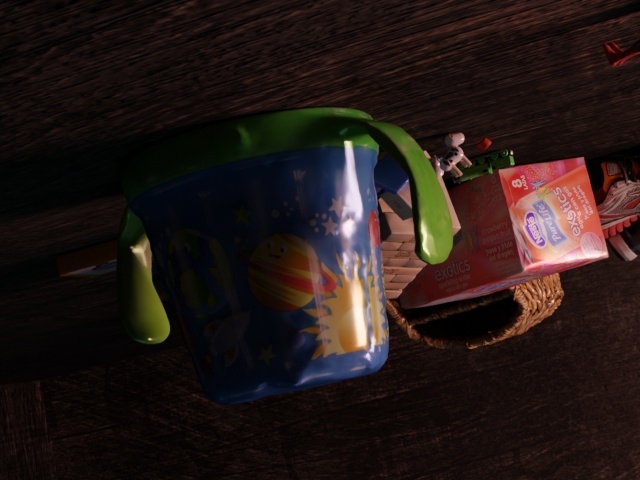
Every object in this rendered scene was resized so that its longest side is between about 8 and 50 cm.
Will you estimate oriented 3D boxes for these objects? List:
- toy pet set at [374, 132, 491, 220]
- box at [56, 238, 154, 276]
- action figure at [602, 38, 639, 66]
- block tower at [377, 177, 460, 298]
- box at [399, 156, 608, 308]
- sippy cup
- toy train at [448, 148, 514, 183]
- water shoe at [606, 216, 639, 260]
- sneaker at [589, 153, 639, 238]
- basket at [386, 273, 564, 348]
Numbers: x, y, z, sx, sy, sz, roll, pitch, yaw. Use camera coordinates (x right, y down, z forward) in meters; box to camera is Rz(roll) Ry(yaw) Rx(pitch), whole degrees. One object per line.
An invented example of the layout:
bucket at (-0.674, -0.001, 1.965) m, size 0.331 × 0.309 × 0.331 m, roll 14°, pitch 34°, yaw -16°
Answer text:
toy pet set at (0.101, -0.080, 1.283) m, size 0.114 × 0.065 × 0.122 m, roll -47°, pitch -171°, yaw -20°
box at (-0.242, 0.016, 1.478) m, size 0.136 × 0.028 × 0.081 m, roll -17°, pitch 172°, yaw 16°
action figure at (0.270, -0.167, 0.916) m, size 0.115 × 0.030 × 0.038 m, roll -22°, pitch 175°, yaw 29°
block tower at (0.034, 0.042, 1.463) m, size 0.097 × 0.091 × 0.335 m, roll 2°, pitch 144°, yaw -32°
box at (0.233, -0.004, 1.687) m, size 0.154 × 0.142 × 0.300 m, roll -9°, pitch 172°, yaw -28°
sippy cup at (-0.041, 0.022, 1.073) m, size 0.240 × 0.224 × 0.305 m, roll -11°, pitch 172°, yaw -21°
toy train at (0.190, -0.087, 1.433) m, size 0.083 × 0.024 × 0.017 m, roll -17°, pitch 172°, yaw 29°
water shoe at (0.462, -0.044, 1.775) m, size 0.080 × 0.073 × 0.203 m, roll -31°, pitch -155°, yaw 27°
sneaker at (0.433, -0.076, 1.658) m, size 0.225 × 0.088 × 0.092 m, roll -29°, pitch 129°, yaw 31°
basket at (0.250, 0.089, 2.180) m, size 0.223 × 0.214 × 0.299 m, roll -7°, pitch 171°, yaw -44°
